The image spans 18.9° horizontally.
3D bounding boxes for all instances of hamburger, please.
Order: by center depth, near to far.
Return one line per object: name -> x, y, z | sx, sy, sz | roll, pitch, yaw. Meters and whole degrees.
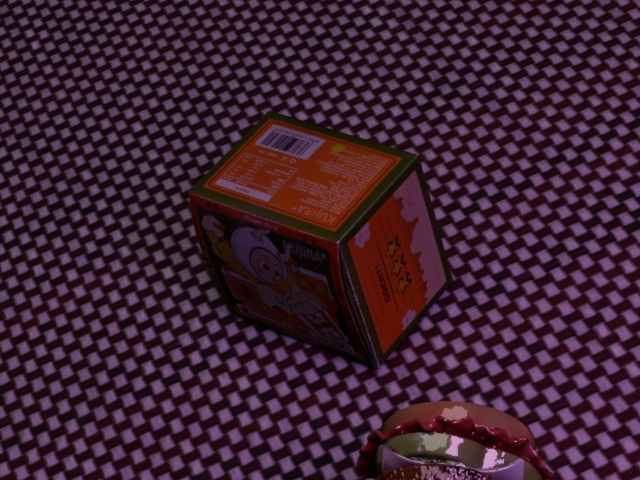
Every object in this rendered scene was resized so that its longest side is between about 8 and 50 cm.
hamburger -> 0.108, 0.228, 1.639 | 0.175, 0.175, 0.137 | -1, 55, 19

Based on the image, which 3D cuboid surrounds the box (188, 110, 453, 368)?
box -> 0.000, 0.000, 1.907 | 0.195, 0.177, 0.148 | 19, 52, 35
